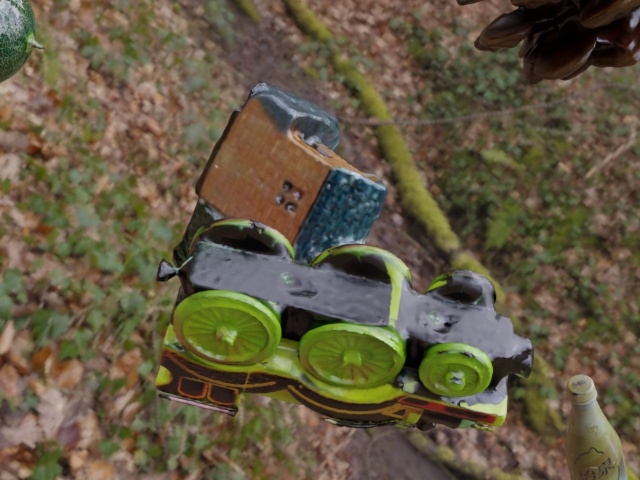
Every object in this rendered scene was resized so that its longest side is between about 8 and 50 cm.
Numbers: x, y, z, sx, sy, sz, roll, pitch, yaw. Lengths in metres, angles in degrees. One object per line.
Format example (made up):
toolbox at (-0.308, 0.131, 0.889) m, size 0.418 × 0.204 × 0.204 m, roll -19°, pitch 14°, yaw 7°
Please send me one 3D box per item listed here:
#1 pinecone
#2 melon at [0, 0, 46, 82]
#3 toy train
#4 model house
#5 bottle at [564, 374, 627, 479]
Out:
pinecone at (0.157, -0.195, 0.572) m, size 0.207 × 0.208 × 0.208 m, roll 30°, pitch 26°, yaw -16°
melon at (-0.490, -0.287, 1.283) m, size 0.287 × 0.182 × 0.182 m, roll 17°, pitch 28°, yaw -5°
toy train at (0.013, 0.081, 0.792) m, size 0.296 × 0.161 × 0.101 m, roll 14°, pitch 46°, yaw -3°
model house at (0.000, 0.000, 1.150) m, size 0.291 × 0.253 × 0.184 m, roll 37°, pitch 14°, yaw 30°
bottle at (0.391, 0.290, 1.436) m, size 0.083 × 0.083 × 0.270 m, roll -109°, pitch 179°, yaw -50°
